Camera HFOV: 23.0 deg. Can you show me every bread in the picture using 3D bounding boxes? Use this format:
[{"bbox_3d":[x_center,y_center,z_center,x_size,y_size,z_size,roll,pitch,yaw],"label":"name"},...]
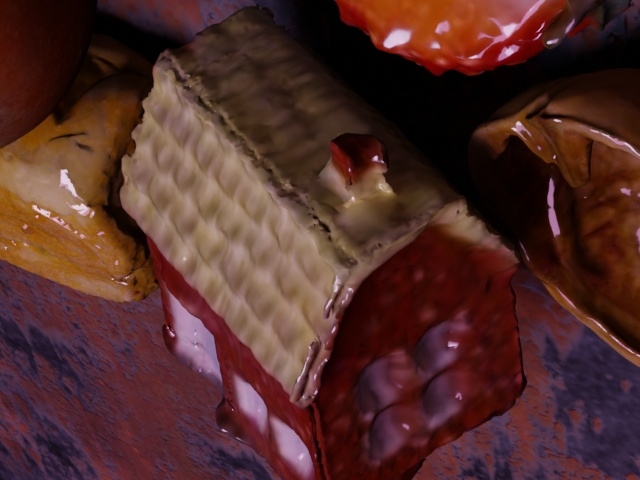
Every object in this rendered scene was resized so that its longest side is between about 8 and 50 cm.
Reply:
[{"bbox_3d":[-0.215,-0.073,1.041,0.294,0.132,0.167,16,145,26],"label":"bread"}]

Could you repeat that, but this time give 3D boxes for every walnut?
[{"bbox_3d":[0.168,-0.020,0.800,0.167,0.087,0.211,16,149,41],"label":"walnut"}]

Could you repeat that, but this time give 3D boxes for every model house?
[{"bbox_3d":[0.000,0.000,0.862,0.196,0.160,0.254,49,159,33],"label":"model house"}]

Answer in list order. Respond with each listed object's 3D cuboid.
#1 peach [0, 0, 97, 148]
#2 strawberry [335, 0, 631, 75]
[{"bbox_3d":[-0.245,-0.162,0.855,0.252,0.252,0.252,24,147,17],"label":"peach"},{"bbox_3d":[0.055,-0.185,0.665,0.236,0.111,0.190,36,121,18],"label":"strawberry"}]
